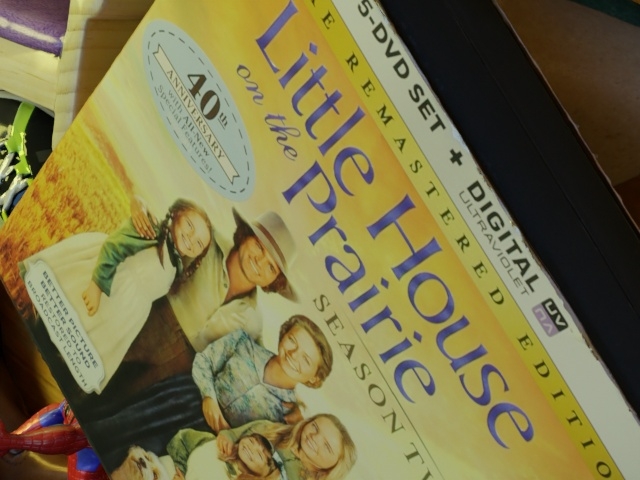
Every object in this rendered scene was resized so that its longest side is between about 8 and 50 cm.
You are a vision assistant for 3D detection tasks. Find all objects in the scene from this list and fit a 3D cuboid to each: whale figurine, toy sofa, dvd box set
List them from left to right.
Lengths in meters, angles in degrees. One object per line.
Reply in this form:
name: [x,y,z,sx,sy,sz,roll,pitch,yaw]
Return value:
toy sofa: [-0.240,-0.196,0.860,0.362,0.150,0.177,23,110,27]
dvd box set: [-0.022,0.042,0.628,0.308,0.062,0.420,60,142,7]
whale figurine: [0.106,-0.091,0.643,0.272,0.141,0.216,0,134,21]

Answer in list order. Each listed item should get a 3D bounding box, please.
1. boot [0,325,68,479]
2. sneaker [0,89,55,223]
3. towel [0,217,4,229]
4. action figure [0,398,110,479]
boot: [-0.229,0.154,0.968,0.280,0.096,0.264,28,113,32]
sneaker: [-0.187,-0.024,0.871,0.234,0.097,0.084,39,112,9]
towel: [-0.212,-0.023,0.970,0.148,0.027,0.110,13,106,36]
action figure: [-0.195,0.186,0.852,0.091,0.139,0.280,-141,57,-59]
